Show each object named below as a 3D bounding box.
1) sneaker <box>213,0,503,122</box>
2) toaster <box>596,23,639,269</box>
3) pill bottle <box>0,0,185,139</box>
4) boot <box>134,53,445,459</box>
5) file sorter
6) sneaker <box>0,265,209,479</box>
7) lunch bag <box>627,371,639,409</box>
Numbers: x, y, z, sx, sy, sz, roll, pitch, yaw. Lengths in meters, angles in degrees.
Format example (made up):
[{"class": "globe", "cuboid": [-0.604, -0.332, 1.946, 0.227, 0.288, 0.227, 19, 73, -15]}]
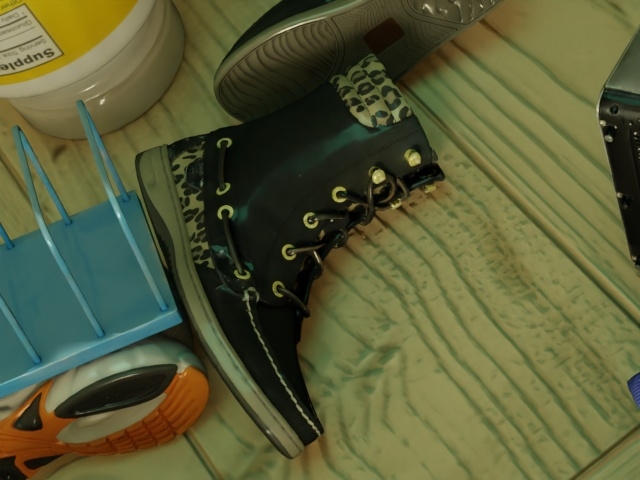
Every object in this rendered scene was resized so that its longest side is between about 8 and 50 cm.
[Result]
[{"class": "sneaker", "cuboid": [0.026, -0.163, 0.943, 0.222, 0.083, 0.118, -27, 35, 12]}, {"class": "toaster", "cuboid": [0.250, -0.045, 0.716, 0.186, 0.168, 0.110, 15, 66, 29]}, {"class": "pill bottle", "cuboid": [-0.217, -0.215, 0.898, 0.188, 0.334, 0.187, -10, 58, 16]}, {"class": "boot", "cuboid": [-0.001, -0.002, 0.840, 0.179, 0.085, 0.236, -27, 56, 0]}, {"class": "file sorter", "cuboid": [-0.188, 0.009, 0.798, 0.170, 0.104, 0.118, -23, 43, -3]}, {"class": "sneaker", "cuboid": [-0.199, 0.087, 0.866, 0.263, 0.099, 0.121, -15, 48, 3]}, {"class": "lunch bag", "cuboid": [0.289, 0.132, 0.559, 0.221, 0.138, 0.293, -49, 46, 43]}]
